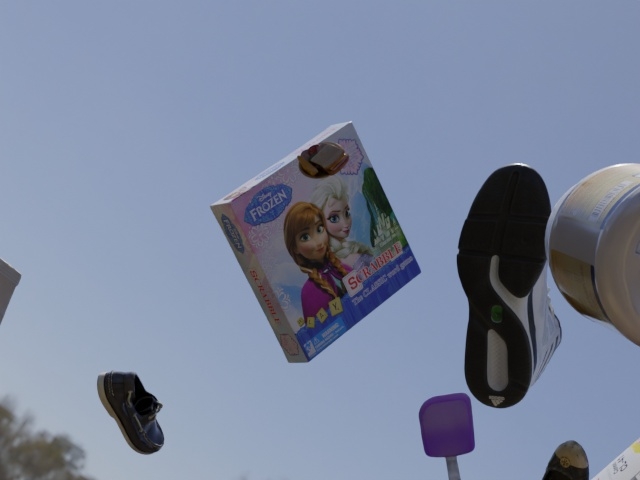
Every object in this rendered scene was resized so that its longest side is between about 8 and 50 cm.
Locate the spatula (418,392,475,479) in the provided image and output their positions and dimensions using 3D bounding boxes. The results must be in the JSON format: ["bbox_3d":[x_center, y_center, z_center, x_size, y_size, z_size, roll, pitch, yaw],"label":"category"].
[{"bbox_3d":[0.205,0.378,2.038,0.084,0.297,0.030,-7,-26,2],"label":"spatula"}]

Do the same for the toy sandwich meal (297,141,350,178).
[{"bbox_3d":[0.002,-0.130,2.109,0.085,0.086,0.029,21,-30,33],"label":"toy sandwich meal"}]

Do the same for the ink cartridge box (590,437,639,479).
[{"bbox_3d":[0.598,0.394,2.232,0.131,0.306,0.226,46,11,-5],"label":"ink cartridge box"}]

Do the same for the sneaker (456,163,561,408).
[{"bbox_3d":[0.367,0.079,2.554,0.169,0.448,0.257,6,4,20],"label":"sneaker"}]

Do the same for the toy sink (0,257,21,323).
[{"bbox_3d":[-0.495,0.058,1.748,0.152,0.234,0.131,9,-20,23],"label":"toy sink"}]

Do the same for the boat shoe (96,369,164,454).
[{"bbox_3d":[-0.284,0.274,2.134,0.064,0.075,0.206,-14,-43,13],"label":"boat shoe"}]

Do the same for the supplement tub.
[{"bbox_3d":[0.429,0.016,1.763,0.228,0.228,0.316,36,2,-9],"label":"supplement tub"}]

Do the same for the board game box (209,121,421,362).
[{"bbox_3d":[0.000,0.000,2.388,0.066,0.318,0.318,-7,-66,52],"label":"board game box"}]

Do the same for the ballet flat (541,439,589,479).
[{"bbox_3d":[0.283,0.321,1.635,0.057,0.173,0.049,31,27,35],"label":"ballet flat"}]
